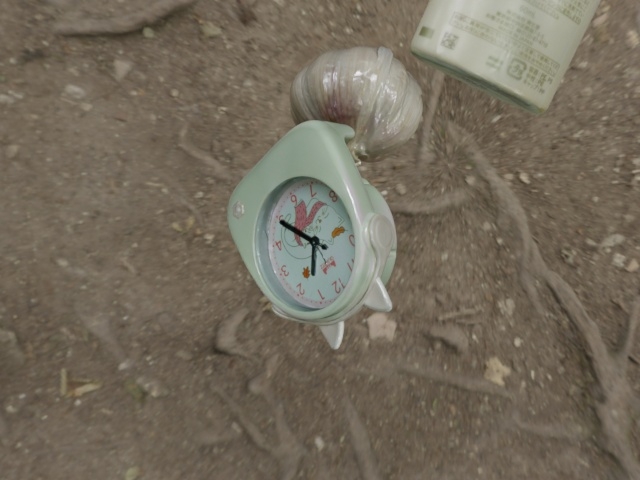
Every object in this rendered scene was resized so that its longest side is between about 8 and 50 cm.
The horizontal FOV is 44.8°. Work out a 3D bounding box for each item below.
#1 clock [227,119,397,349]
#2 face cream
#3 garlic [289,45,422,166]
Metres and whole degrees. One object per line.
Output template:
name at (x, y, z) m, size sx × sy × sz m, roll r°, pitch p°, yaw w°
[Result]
clock at (0.000, 0.000, 1.222) m, size 0.265 × 0.108 × 0.324 m, roll -39°, pitch 68°, yaw 34°
face cream at (0.236, -0.321, 0.803) m, size 0.173 × 0.081 × 0.348 m, roll 21°, pitch 100°, yaw -16°
garlic at (0.071, -0.308, 1.804) m, size 0.322 × 0.241 × 0.322 m, roll 14°, pitch 129°, yaw 19°
